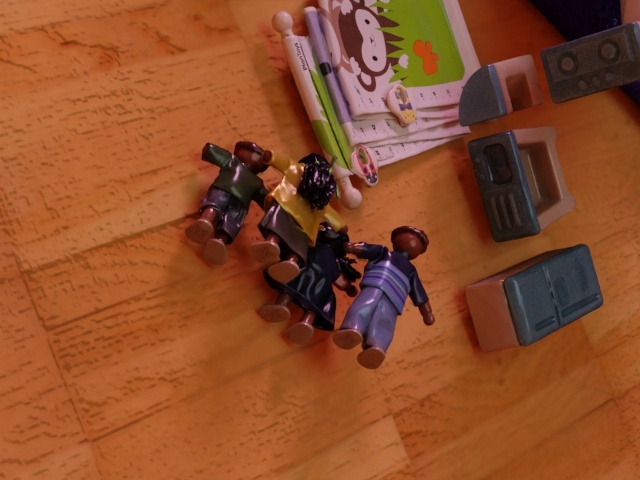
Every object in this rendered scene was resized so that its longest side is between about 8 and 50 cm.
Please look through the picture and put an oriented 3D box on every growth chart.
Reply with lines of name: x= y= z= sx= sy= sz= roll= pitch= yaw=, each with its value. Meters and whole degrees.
growth chart: x=0.051 y=-0.135 z=1.224 sx=0.237 sy=0.021 sz=0.172 roll=-29 pitch=96 yaw=-48

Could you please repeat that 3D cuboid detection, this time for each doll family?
doll family: x=0.000 y=0.000 z=1.088 sx=0.193 sy=0.076 sz=0.111 roll=50 pitch=42 yaw=-25

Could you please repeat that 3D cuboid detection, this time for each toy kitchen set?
toy kitchen set: x=0.188 y=-0.041 z=1.197 sx=0.122 sy=0.166 sz=0.207 roll=-21 pitch=96 yaw=-49

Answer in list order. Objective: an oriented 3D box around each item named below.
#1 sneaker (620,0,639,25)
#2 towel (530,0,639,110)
sneaker: x=0.221 y=-0.324 z=1.334 sx=0.169 sy=0.258 sz=0.447 roll=41 pitch=54 yaw=-60
towel: x=0.303 y=-0.226 z=1.467 sx=0.308 sy=0.076 sz=0.227 roll=39 pitch=50 yaw=-27
